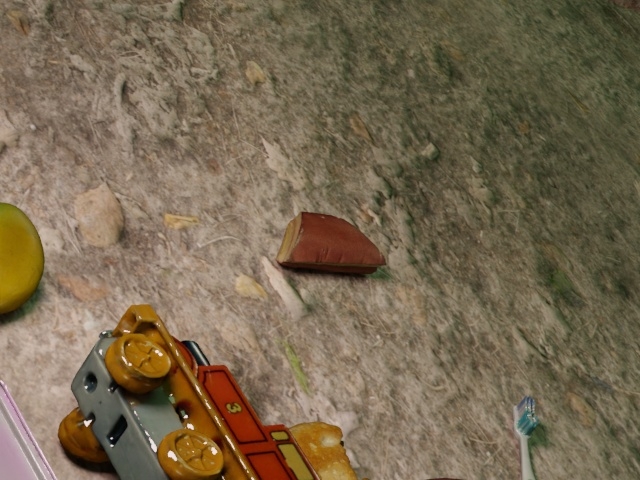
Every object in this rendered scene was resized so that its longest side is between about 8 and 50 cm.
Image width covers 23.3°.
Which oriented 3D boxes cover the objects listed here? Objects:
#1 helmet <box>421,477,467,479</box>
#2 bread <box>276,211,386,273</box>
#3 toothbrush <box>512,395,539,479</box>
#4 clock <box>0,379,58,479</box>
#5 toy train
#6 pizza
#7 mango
[{"bbox_3d":[0.168,0.398,1.747,0.337,0.230,0.385,11,12,-45],"label":"helmet"},{"bbox_3d":[0.000,0.000,2.429,0.192,0.067,0.119,4,41,-40],"label":"bread"},{"bbox_3d":[0.305,0.379,2.203,0.042,0.040,0.418,24,36,-17],"label":"toothbrush"},{"bbox_3d":[-0.385,0.247,1.711,0.147,0.071,0.192,-2,45,-44],"label":"clock"},{"bbox_3d":[-0.149,0.251,1.836,0.231,0.163,0.369,3,43,-46],"label":"toy train"},{"bbox_3d":[0.005,0.321,1.974,0.194,0.069,0.154,50,34,16],"label":"pizza"},{"bbox_3d":[-0.417,0.028,1.996,0.122,0.085,0.191,27,39,-30],"label":"mango"}]
